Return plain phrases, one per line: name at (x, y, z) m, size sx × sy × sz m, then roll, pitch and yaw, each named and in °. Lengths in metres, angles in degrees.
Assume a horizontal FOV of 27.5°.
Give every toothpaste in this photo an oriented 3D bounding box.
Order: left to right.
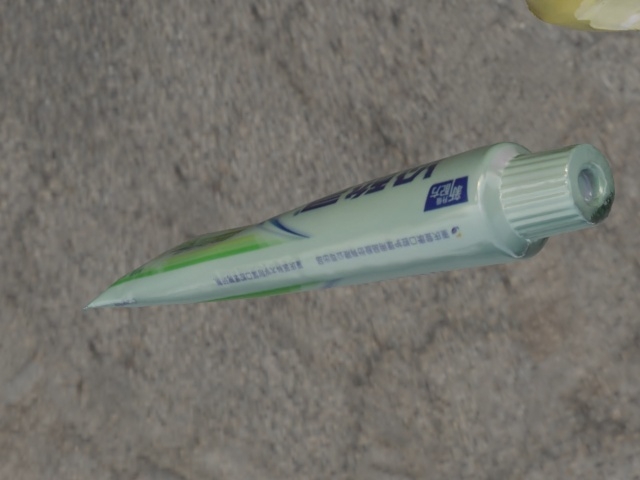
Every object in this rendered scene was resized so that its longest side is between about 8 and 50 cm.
toothpaste at (0.000, 0.000, 0.596) m, size 0.296 × 0.074 × 0.048 m, roll -12°, pitch 105°, yaw 45°

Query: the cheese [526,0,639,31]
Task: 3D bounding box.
cheese at (0.218, -0.277, 0.867) m, size 0.315 × 0.128 × 0.260 m, roll -25°, pitch 90°, yaw -36°
